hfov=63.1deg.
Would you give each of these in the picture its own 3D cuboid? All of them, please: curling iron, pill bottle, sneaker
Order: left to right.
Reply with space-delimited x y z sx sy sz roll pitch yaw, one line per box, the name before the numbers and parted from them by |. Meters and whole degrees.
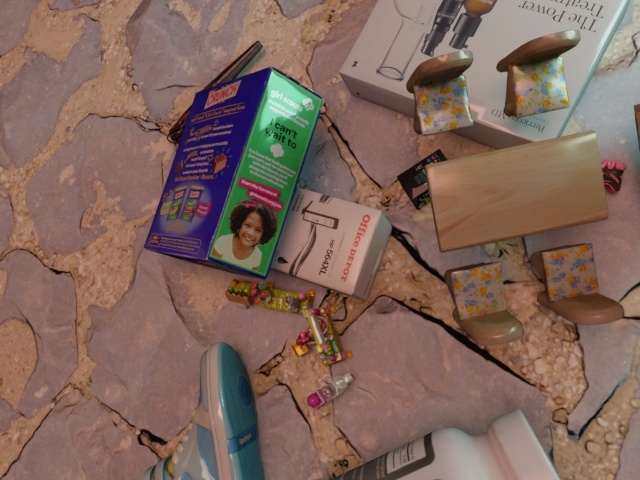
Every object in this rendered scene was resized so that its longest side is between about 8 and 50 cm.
sneaker | -0.215 0.340 0.859 0.208 0.127 0.319 -14 72 14
curling iron | -0.211 -0.297 1.063 0.068 0.035 0.274 43 94 19
pill bottle | 0.140 0.378 0.682 0.363 0.210 0.210 -29 69 10
sneaker | 0.403 -0.095 0.803 0.119 0.047 0.057 4 90 21

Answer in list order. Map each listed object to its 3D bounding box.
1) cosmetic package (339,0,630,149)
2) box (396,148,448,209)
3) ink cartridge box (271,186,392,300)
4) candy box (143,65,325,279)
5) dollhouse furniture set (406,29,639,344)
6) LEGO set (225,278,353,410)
cosmetic package | 0.263 -0.327 0.879 0.377 0.097 0.284 27 89 22
box | 0.179 -0.100 0.866 0.083 0.062 0.052 -33 68 8
ink cartridge box | 0.000 0.000 0.890 0.203 0.086 0.148 16 82 23
candy box | -0.158 -0.111 0.897 0.268 0.122 0.317 6 78 52
dollhouse furniture set | 0.339 -0.078 0.641 0.394 0.256 0.362 -12 96 2
LEGO set | -0.053 0.134 0.863 0.132 0.107 0.287 -46 68 3
